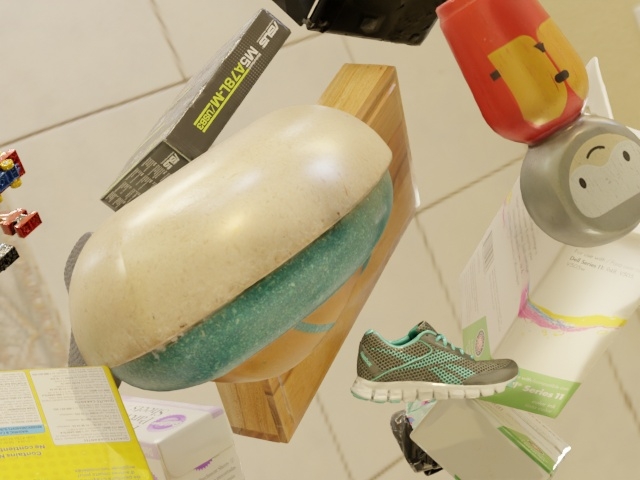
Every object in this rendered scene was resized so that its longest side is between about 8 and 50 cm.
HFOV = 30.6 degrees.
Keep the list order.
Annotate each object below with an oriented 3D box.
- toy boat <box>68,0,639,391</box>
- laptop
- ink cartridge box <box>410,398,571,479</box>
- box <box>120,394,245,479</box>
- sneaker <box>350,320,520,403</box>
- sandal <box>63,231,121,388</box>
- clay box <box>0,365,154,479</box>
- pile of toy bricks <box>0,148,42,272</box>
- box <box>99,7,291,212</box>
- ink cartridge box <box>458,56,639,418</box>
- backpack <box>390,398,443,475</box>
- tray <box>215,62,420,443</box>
[{"bbox_3d":[0.014,-0.009,0.643,0.148,0.318,0.267,58,26,-7],"label":"toy boat"},{"bbox_3d":[0.043,-0.377,1.421,0.264,0.234,0.136,3,53,-25],"label":"laptop"},{"bbox_3d":[0.209,0.243,1.402,0.153,0.087,0.208,41,10,16],"label":"ink cartridge box"},{"bbox_3d":[-0.193,0.156,0.908,0.067,0.324,0.063,-26,107,-41],"label":"box"},{"bbox_3d":[0.111,0.115,1.123,0.167,0.065,0.076,-1,91,-11],"label":"sneaker"},{"bbox_3d":[-0.240,0.080,1.318,0.054,0.097,0.254,26,27,-31],"label":"sandal"},{"bbox_3d":[-0.119,0.145,0.470,0.127,0.053,0.222,0,38,-30],"label":"clay box"},{"bbox_3d":[-0.411,-0.010,1.261,0.212,0.105,0.118,-49,137,-38],"label":"pile of toy bricks"},{"bbox_3d":[-0.125,-0.121,1.150,0.045,0.191,0.184,37,60,-15],"label":"box"},{"bbox_3d":[0.278,0.002,1.283,0.119,0.353,0.207,16,40,-10],"label":"ink cartridge box"},{"bbox_3d":[0.187,0.237,1.588,0.182,0.152,0.115,-28,79,1],"label":"backpack"},{"bbox_3d":[0.000,0.000,1.280,0.411,0.076,0.202,-59,146,-44],"label":"tray"}]
